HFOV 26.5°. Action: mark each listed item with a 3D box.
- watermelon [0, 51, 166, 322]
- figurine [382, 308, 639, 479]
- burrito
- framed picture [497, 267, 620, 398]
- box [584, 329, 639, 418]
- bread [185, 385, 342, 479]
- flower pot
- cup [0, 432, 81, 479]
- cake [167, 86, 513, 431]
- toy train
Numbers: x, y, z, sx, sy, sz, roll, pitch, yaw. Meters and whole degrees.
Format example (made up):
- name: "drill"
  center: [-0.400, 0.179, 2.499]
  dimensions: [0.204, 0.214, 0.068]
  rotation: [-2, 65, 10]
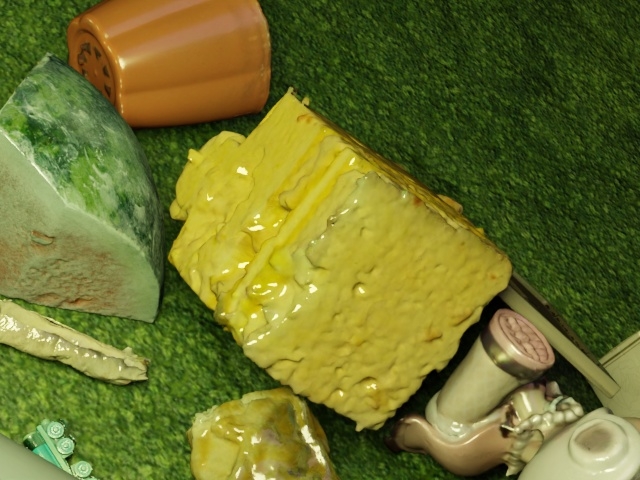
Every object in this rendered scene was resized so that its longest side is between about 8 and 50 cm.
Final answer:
- name: "watermelon"
  center: [-0.260, -0.027, 1.324]
  dimensions: [0.290, 0.213, 0.320]
  rotation: [60, -4, -26]
- name: "figurine"
  center: [0.255, 0.259, 1.335]
  dimensions: [0.361, 0.211, 0.253]
  rotation: [44, 6, 32]
- name: "burrito"
  center: [-0.248, 0.098, 1.280]
  dimensions: [0.185, 0.041, 0.045]
  rotation: [24, 6, -17]
- name: "framed picture"
  center: [0.216, 0.053, 1.507]
  dimensions: [0.211, 0.020, 0.289]
  rotation: [42, 8, -14]
- name: "box"
  center: [0.397, 0.210, 1.587]
  dimensions: [0.029, 0.109, 0.198]
  rotation: [-15, 68, -41]
- name: "bread"
  center: [-0.027, 0.265, 1.242]
  dimensions: [0.152, 0.130, 0.268]
  rotation: [1, 57, -46]
- name: "flower pot"
  center: [-0.170, -0.199, 1.468]
  dimensions: [0.173, 0.191, 0.191]
  rotation: [-23, 73, -31]
- name: "cup"
  center: [-0.332, 0.280, 0.954]
  dimensions: [0.274, 0.259, 0.357]
  rotation: [33, 65, -8]
- name: "cake"
  center: [0.000, 0.000, 1.333]
  dimensions: [0.227, 0.222, 0.286]
  rotation: [33, 10, -36]
- name: "toy train"
  center: [-0.233, 0.203, 1.219]
  dimensions: [0.045, 0.029, 0.092]
  rotation: [-28, 72, -28]
